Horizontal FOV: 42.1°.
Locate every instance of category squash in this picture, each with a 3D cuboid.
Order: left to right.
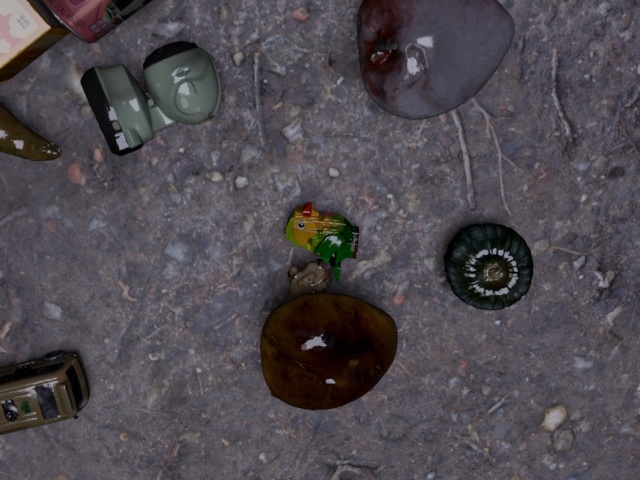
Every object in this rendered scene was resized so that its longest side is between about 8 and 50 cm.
[{"bbox_3d":[0.395,0.062,1.955,0.218,0.172,0.218,10,120,17],"label":"squash"}]

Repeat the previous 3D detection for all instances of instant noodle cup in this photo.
[{"bbox_3d":[-0.432,-0.542,1.688,0.255,0.244,0.244,-39,105,9],"label":"instant noodle cup"}]

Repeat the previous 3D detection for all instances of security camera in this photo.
[{"bbox_3d":[-0.347,-0.312,1.764,0.277,0.197,0.191,-22,96,-9],"label":"security camera"}]

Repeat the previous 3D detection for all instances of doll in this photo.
[{"bbox_3d":[0.005,-0.006,1.920,0.186,0.106,0.134,33,115,-13],"label":"doll"}]

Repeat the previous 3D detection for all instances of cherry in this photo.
[{"bbox_3d":[0.233,-0.412,1.767,0.335,0.291,0.326,17,82,-26],"label":"cherry"}]

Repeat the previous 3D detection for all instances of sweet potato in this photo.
[{"bbox_3d":[-0.732,-0.276,1.736,0.423,0.130,0.130,35,96,-7],"label":"sweet potato"}]

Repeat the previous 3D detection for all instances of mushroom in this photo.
[{"bbox_3d":[0.013,0.225,1.928,0.346,0.259,0.345,-8,137,-8],"label":"mushroom"}]

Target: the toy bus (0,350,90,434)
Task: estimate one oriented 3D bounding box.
[{"bbox_3d":[-0.680,0.355,1.878,0.290,0.157,0.139,-11,104,-5],"label":"toy bus"}]

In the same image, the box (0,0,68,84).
[{"bbox_3d":[-0.679,-0.469,1.639,0.214,0.259,0.283,-38,105,4],"label":"box"}]

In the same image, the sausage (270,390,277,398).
[{"bbox_3d":[-0.057,0.382,2.033,0.131,0.039,0.041,22,97,-11],"label":"sausage"}]
